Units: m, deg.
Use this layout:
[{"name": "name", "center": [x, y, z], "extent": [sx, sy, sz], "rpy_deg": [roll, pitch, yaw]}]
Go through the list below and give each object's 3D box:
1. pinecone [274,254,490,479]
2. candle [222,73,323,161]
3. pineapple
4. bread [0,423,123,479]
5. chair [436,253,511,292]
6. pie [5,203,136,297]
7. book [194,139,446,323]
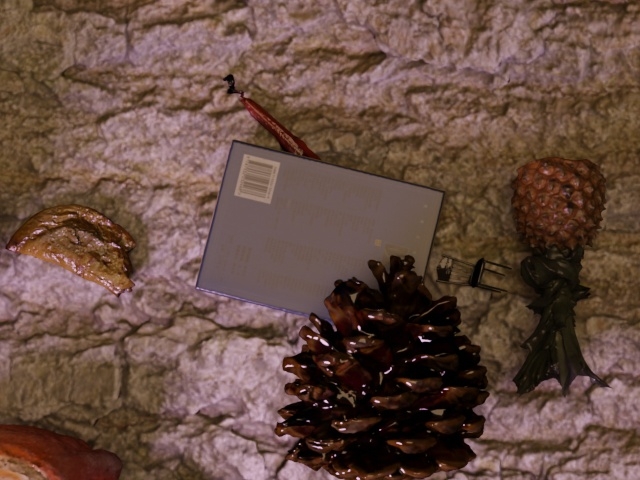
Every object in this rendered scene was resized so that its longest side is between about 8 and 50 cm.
[{"name": "pinecone", "center": [0.070, 0.157, 1.159], "extent": [0.244, 0.243, 0.257], "rpy_deg": [7, 61, 1]}, {"name": "candle", "center": [-0.063, -0.145, 1.308], "extent": [0.167, 0.021, 0.026], "rpy_deg": [43, 83, 6]}, {"name": "pineapple", "center": [0.278, 0.044, 1.225], "extent": [0.119, 0.130, 0.277], "rpy_deg": [2, 82, -2]}, {"name": "bread", "center": [-0.367, 0.290, 1.164], "extent": [0.244, 0.123, 0.190], "rpy_deg": [11, 72, 16]}, {"name": "chair", "center": [0.185, 0.040, 1.269], "extent": [0.086, 0.042, 0.037], "rpy_deg": [14, 77, 2]}, {"name": "pie", "center": [-0.291, 0.005, 1.279], "extent": [0.170, 0.034, 0.092], "rpy_deg": [25, 84, 10]}, {"name": "book", "center": [0.000, 0.000, 1.275], "extent": [0.269, 0.025, 0.190], "rpy_deg": [14, 89, 2]}]
